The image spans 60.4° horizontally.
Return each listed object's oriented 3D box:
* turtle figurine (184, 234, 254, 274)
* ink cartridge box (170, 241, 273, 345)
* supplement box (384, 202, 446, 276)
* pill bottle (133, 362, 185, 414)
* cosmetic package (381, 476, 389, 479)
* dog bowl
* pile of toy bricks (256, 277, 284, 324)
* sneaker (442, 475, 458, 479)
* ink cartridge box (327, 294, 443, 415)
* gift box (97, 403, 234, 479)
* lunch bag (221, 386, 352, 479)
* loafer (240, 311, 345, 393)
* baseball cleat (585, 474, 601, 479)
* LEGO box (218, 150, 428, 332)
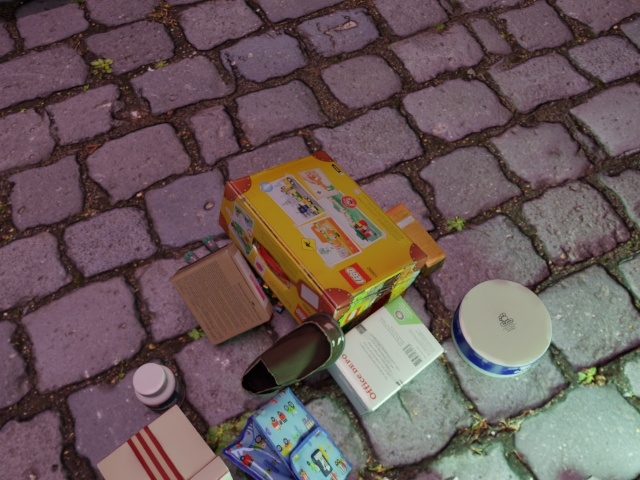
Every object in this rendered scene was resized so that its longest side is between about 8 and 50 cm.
[{"bbox_3d":[-0.297,0.078,1.672,0.234,0.118,0.175,28,44,33],"label":"turtle figurine"},{"bbox_3d":[-0.273,0.150,1.547,0.193,0.088,0.235,-26,104,11],"label":"ink cartridge box"},{"bbox_3d":[0.292,-0.003,1.733,0.080,0.078,0.233,-31,65,-15],"label":"supplement box"},{"bbox_3d":[-0.433,0.392,1.463,0.107,0.180,0.108,0,61,1],"label":"pill bottle"},{"bbox_3d":[0.121,0.708,1.338,0.117,0.085,0.231,39,67,20],"label":"cosmetic package"},{"bbox_3d":[0.516,0.249,1.575,0.264,0.104,0.265,0,61,0],"label":"dog bowl"},{"bbox_3d":[-0.149,0.140,1.642,0.118,0.105,0.212,26,65,14],"label":"pile of toy bricks"},{"bbox_3d":[0.310,0.660,1.385,0.134,0.051,0.070,-32,83,-27],"label":"sneaker"},{"bbox_3d":[0.165,0.313,1.505,0.272,0.115,0.198,-32,76,-23],"label":"ink cartridge box"},{"bbox_3d":[-0.331,0.594,1.316,0.255,0.276,0.258,-38,55,-20],"label":"gift box"},{"bbox_3d":[-0.057,0.540,1.357,0.293,0.221,0.138,41,105,12],"label":"lunch bag"},{"bbox_3d":[-0.078,0.315,1.412,0.134,0.366,0.130,53,35,10],"label":"loafer"},{"bbox_3d":[0.736,0.635,1.379,0.205,0.072,0.110,-12,55,-10],"label":"baseball cleat"},{"bbox_3d":[0.000,0.000,1.609,0.372,0.193,0.500,-24,61,-35],"label":"LEGO box"}]
